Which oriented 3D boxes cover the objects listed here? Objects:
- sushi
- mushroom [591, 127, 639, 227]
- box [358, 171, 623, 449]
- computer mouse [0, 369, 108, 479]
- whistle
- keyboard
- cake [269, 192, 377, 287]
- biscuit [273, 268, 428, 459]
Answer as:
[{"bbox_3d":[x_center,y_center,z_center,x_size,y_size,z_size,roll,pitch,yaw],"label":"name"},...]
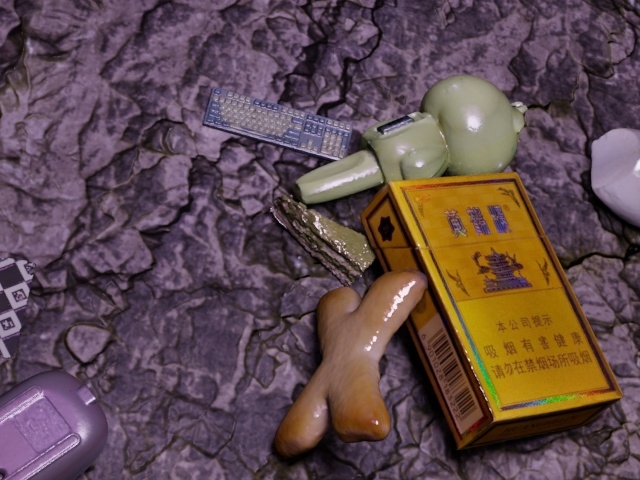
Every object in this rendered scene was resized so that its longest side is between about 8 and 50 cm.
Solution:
[{"bbox_3d":[-0.377,0.059,1.696,0.126,0.026,0.120,10,59,-8],"label":"sushi"},{"bbox_3d":[0.458,-0.051,1.919,0.270,0.103,0.118,18,63,-15],"label":"mushroom"},{"bbox_3d":[0.188,0.072,1.763,0.192,0.084,0.301,-5,62,-35],"label":"box"},{"bbox_3d":[-0.326,0.224,1.599,0.232,0.057,0.120,-35,74,-25],"label":"computer mouse"},{"bbox_3d":[0.116,-0.093,1.859,0.294,0.141,0.141,-33,72,-7],"label":"whistle"},{"bbox_3d":[-0.050,-0.138,1.891,0.176,0.014,0.055,15,62,-4],"label":"keyboard"},{"bbox_3d":[0.000,0.000,1.801,0.140,0.051,0.055,28,57,0],"label":"cake"},{"bbox_3d":[0.029,0.129,1.683,0.047,0.164,0.208,37,53,-27],"label":"biscuit"}]
